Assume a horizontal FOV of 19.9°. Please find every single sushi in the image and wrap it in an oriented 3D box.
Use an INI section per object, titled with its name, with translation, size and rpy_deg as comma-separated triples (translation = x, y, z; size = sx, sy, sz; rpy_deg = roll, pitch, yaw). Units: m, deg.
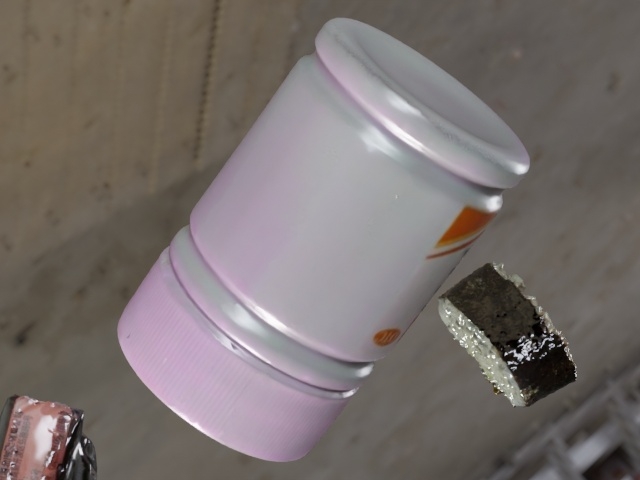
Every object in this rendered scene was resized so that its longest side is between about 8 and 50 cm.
[sushi]
translation = 0.179, 0.089, 1.742
size = 0.078, 0.150, 0.090
rpy_deg = -30, 140, -11

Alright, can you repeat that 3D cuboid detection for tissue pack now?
[tissue pack]
translation = -0.317, 0.339, 1.913
size = 0.245, 0.123, 0.332
rpy_deg = 125, -21, -72

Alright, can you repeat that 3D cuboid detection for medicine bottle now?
[medicine bottle]
translation = 0.000, 0.000, 1.476
size = 0.316, 0.202, 0.202
rpy_deg = -53, 156, 17
